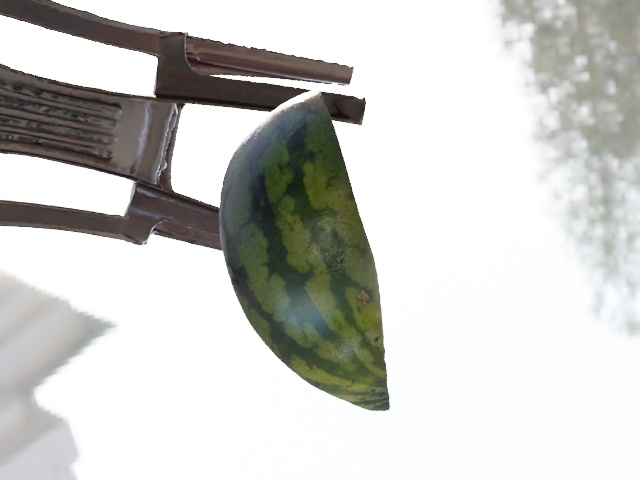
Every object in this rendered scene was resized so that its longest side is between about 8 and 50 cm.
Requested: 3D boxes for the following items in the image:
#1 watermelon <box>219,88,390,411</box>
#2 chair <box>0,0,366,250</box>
[{"bbox_3d":[-0.013,0.001,0.860,0.069,0.087,0.163,-13,-108,-1],"label":"watermelon"},{"bbox_3d":[-0.141,-0.079,1.322,0.326,0.176,0.183,13,-176,-5],"label":"chair"}]
